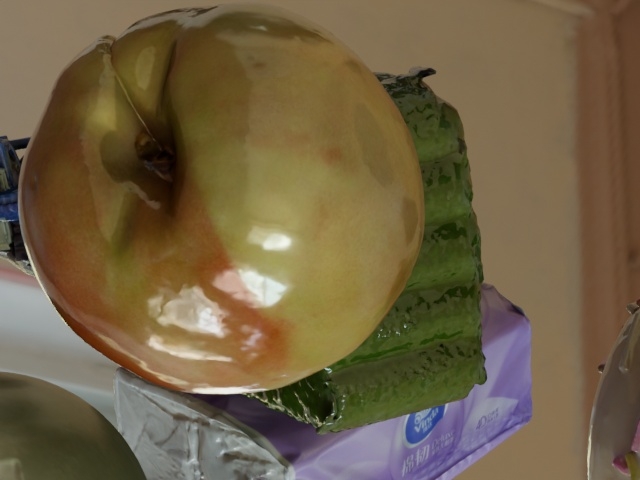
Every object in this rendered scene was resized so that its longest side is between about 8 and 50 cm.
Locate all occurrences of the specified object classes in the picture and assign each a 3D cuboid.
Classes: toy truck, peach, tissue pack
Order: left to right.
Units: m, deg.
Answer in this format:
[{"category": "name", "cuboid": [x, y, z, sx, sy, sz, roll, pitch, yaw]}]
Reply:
[{"category": "toy truck", "cuboid": [-0.282, -0.036, 1.312, 0.208, 0.113, 0.126, -80, 161, -78]}, {"category": "peach", "cuboid": [-0.041, -0.015, 0.655, 0.184, 0.184, 0.184, -166, -90, -71]}, {"category": "tissue pack", "cuboid": [0.005, 0.143, 1.349, 0.242, 0.338, 0.160, 21, -55, 39]}]

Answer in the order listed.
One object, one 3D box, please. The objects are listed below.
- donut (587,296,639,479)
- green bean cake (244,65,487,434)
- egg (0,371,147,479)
[{"category": "donut", "cuboid": [0.393, 0.191, 1.442, 0.142, 0.382, 0.383, 7, -98, 43]}, {"category": "green bean cake", "cuboid": [0.000, 0.000, 1.088, 0.250, 0.156, 0.247, 14, -66, 61]}, {"category": "egg", "cuboid": [-0.263, 0.246, 1.052, 0.336, 0.278, 0.278, -62, 175, -67]}]
